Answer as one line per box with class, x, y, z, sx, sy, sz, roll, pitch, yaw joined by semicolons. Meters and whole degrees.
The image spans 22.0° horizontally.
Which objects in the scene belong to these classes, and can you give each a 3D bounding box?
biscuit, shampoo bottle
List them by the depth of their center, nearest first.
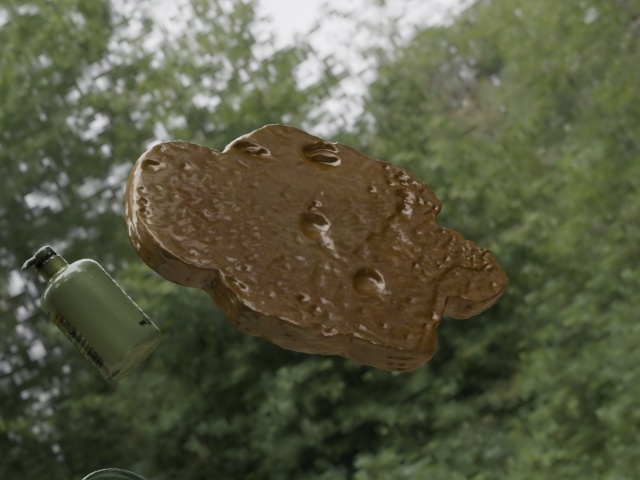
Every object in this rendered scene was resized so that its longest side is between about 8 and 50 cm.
biscuit;-0.002;0.003;1.550;0.376;0.269;0.051;14;-45;-12
shampoo bottle;-0.249;0.071;1.767;0.079;0.162;0.079;-42;-6;-6

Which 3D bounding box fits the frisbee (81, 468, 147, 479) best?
frisbee;-0.214;0.291;1.767;0.110;0.110;0.014;-10;-38;-40
